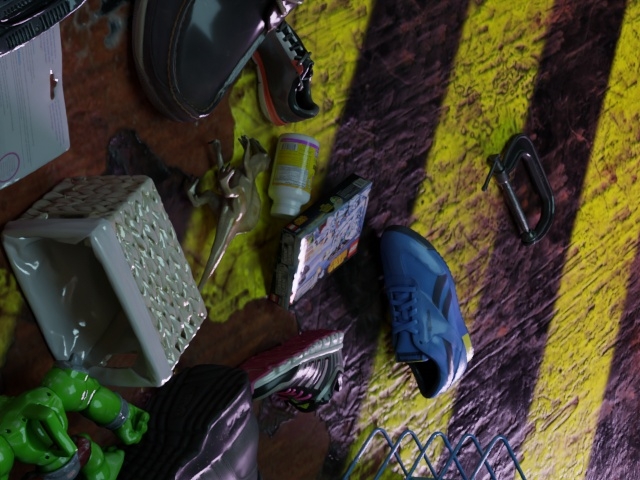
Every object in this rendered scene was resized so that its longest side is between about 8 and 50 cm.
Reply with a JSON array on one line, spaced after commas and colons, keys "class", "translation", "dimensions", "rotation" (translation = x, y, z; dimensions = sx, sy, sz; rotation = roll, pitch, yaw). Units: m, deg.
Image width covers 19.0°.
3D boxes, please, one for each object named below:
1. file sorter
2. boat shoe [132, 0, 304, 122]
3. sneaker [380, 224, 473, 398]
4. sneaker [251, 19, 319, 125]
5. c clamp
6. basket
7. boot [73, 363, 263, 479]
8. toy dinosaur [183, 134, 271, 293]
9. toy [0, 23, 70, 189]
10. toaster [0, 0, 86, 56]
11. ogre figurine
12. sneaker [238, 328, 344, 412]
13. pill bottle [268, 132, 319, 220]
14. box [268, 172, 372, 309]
[{"class": "file sorter", "translation": [0.122, 0.272, 2.045], "dimensions": [0.118, 0.170, 0.104], "rotation": [-55, 130, -37]}, {"class": "boat shoe", "translation": [-0.063, -0.275, 1.781], "dimensions": [0.132, 0.130, 0.355], "rotation": [36, 70, -48]}, {"class": "sneaker", "translation": [0.107, 0.082, 2.102], "dimensions": [0.082, 0.069, 0.209], "rotation": [-48, 128, -38]}, {"class": "sneaker", "translation": [-0.034, -0.190, 1.895], "dimensions": [0.061, 0.065, 0.158], "rotation": [-42, 125, -45]}, {"class": "c clamp", "translation": [0.242, -0.056, 2.329], "dimensions": [0.161, 0.022, 0.137], "rotation": [58, 43, -36]}, {"class": "basket", "translation": [-0.183, 0.032, 1.657], "dimensions": [0.103, 0.113, 0.167], "rotation": [-52, 132, -42]}, {"class": "boot", "translation": [-0.140, 0.288, 1.734], "dimensions": [0.338, 0.118, 0.223], "rotation": [-40, 128, -41]}, {"class": "toy dinosaur", "translation": [-0.087, -0.035, 1.839], "dimensions": [0.092, 0.053, 0.183], "rotation": [51, 52, -44]}, {"class": "toy", "translation": [-0.306, -0.087, 1.517], "dimensions": [0.237, 0.056, 0.137], "rotation": [-37, 142, -38]}, {"class": "toaster", "translation": [-0.276, -0.220, 1.486], "dimensions": [0.227, 0.146, 0.129], "rotation": [-43, 126, -44]}, {"class": "ogre figurine", "translation": [-0.230, 0.178, 1.605], "dimensions": [0.197, 0.097, 0.118], "rotation": [-32, 123, -17]}, {"class": "sneaker", "translation": [-0.025, 0.142, 1.922], "dimensions": [0.170, 0.063, 0.075], "rotation": [-24, 104, -57]}, {"class": "pill bottle", "translation": [-0.029, -0.064, 1.926], "dimensions": [0.043, 0.043, 0.083], "rotation": [26, 71, -52]}, {"class": "box", "translation": [0.000, 0.000, 1.951], "dimensions": [0.137, 0.027, 0.094], "rotation": [-39, 148, -47]}]
